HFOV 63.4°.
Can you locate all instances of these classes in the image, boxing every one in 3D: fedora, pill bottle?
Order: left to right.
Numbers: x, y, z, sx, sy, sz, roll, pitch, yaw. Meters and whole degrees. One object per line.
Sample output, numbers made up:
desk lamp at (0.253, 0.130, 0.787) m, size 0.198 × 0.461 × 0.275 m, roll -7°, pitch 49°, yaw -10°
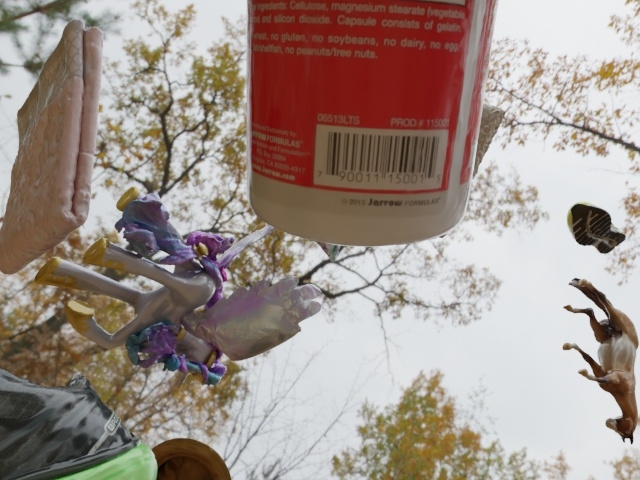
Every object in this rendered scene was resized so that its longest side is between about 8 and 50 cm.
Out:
fedora at (-0.250, 0.447, 0.986) m, size 0.195 × 0.079 × 0.194 m, roll 1°, pitch -78°, yaw 7°
pill bottle at (0.046, -0.218, 0.478) m, size 0.229 × 0.229 × 0.407 m, roll 15°, pitch -67°, yaw 30°

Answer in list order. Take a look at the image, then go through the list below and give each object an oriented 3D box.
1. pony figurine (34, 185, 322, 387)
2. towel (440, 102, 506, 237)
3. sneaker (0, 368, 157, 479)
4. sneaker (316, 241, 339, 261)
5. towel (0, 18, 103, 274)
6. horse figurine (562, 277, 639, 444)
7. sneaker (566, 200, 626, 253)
pony figurine at (-0.220, 0.084, 0.873) m, size 0.363 × 0.351 × 0.302 m, roll 45°, pitch 10°, yaw -35°
towel at (0.196, -0.148, 0.948) m, size 0.187 × 0.282 × 0.049 m, roll 25°, pitch -12°, yaw 24°
sneaker at (-0.354, 0.187, 0.377) m, size 0.185 × 0.483 × 0.202 m, roll -49°, pitch -120°, yaw 11°
sneaker at (0.000, 0.000, 1.118) m, size 0.069 × 0.038 × 0.098 m, roll 4°, pitch -61°, yaw 28°
towel at (-0.429, -0.128, 0.806) m, size 0.332 × 0.053 × 0.316 m, roll -19°, pitch -113°, yaw 45°
horse figurine at (0.478, 0.178, 0.872) m, size 0.174 × 0.263 × 0.066 m, roll 34°, pitch -40°, yaw -17°
sneaker at (0.560, -0.040, 1.093) m, size 0.081 × 0.094 × 0.209 m, roll -42°, pitch -43°, yaw 21°
